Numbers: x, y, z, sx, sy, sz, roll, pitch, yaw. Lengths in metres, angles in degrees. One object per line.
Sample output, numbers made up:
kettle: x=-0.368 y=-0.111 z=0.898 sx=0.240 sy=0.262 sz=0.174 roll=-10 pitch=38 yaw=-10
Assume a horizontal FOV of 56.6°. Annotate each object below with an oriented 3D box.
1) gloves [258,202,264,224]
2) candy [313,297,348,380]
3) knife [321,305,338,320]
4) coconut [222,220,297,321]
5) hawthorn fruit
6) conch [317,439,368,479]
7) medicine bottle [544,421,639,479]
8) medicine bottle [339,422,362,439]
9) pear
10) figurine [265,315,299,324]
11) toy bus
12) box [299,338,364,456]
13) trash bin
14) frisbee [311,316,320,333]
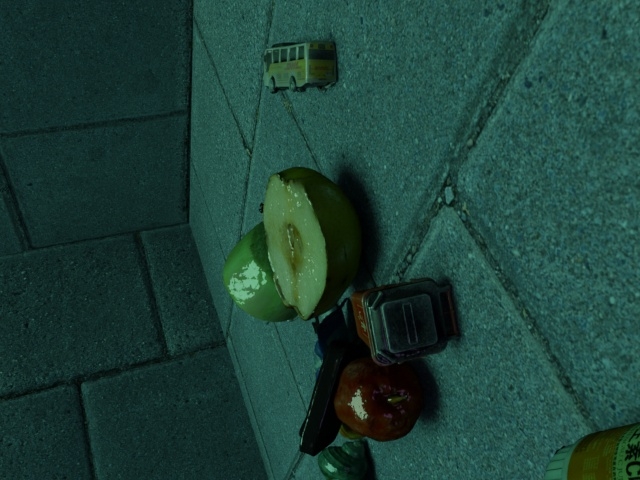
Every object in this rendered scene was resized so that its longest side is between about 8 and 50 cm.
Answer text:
gloves: x=-0.180 y=-0.064 z=2.162 sx=0.180 sy=0.106 sz=0.129 roll=-81 pitch=2 yaw=-45
candy: x=0.035 y=0.343 z=1.715 sx=0.077 sy=0.187 sz=0.331 roll=10 pitch=122 yaw=25
knife: x=-0.008 y=0.146 z=1.882 sx=0.331 sy=0.044 sz=0.080 roll=-118 pitch=30 yaw=-46
coconut: x=-0.152 y=0.096 z=1.839 sx=0.329 sy=0.281 sz=0.328 roll=2 pitch=93 yaw=44
hawthorn fruit: x=0.144 y=0.355 z=1.333 sx=0.243 sy=0.208 sz=0.207 roll=133 pitch=124 yaw=-72
conch: x=0.084 y=0.696 z=1.798 sx=0.196 sy=0.134 sz=0.202 roll=23 pitch=127 yaw=15
medicine bottle: x=0.408 y=0.288 z=0.688 sx=0.318 sy=0.158 sz=0.158 roll=118 pitch=136 yaw=-61
medicine bottle: x=0.115 y=0.497 z=1.650 sx=0.192 sy=0.096 sz=0.096 roll=124 pitch=131 yaw=-63
pear: x=0.000 y=0.000 z=1.555 sx=0.340 sy=0.191 sz=0.386 roll=32 pitch=131 yaw=53
figurine: x=-0.130 y=0.226 z=2.109 sx=0.208 sy=0.184 sz=0.128 roll=-14 pitch=-82 yaw=-73
toy bus: x=-0.067 y=-0.469 z=1.618 sx=0.342 sy=0.097 sz=0.137 roll=-148 pitch=52 yaw=-62
box: x=0.033 y=0.397 z=1.535 sx=0.290 sy=0.073 sz=0.288 roll=36 pitch=-109 yaw=-74
trash bin: x=0.166 y=0.159 z=1.266 sx=0.239 sy=0.185 sz=0.161 roll=178 pitch=81 yaw=-80
frisbee: x=-0.005 y=0.285 z=1.948 sx=0.187 sy=0.012 sz=0.210 roll=170 pitch=79 yaw=-77
